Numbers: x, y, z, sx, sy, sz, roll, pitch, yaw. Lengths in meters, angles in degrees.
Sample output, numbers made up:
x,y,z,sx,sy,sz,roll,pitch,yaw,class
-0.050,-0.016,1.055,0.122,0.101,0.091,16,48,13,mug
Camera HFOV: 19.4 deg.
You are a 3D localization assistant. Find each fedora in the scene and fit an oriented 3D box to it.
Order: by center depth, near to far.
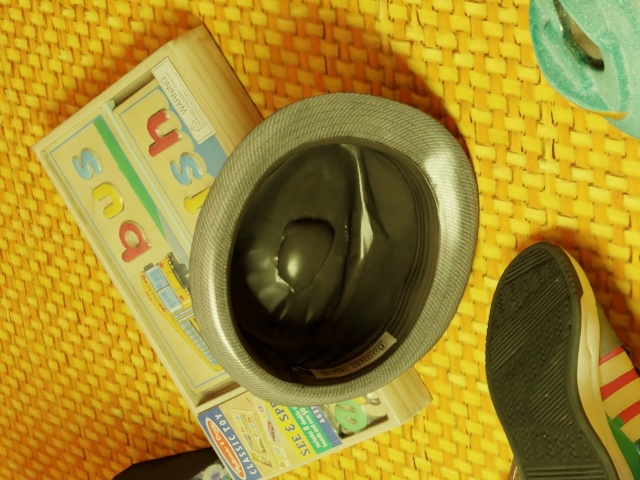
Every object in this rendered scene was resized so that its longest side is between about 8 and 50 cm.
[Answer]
x,y,z,sx,sy,sz,roll,pitch,yaw,class
0.000,0.000,1.592,0.124,0.244,0.275,-139,58,-68,fedora

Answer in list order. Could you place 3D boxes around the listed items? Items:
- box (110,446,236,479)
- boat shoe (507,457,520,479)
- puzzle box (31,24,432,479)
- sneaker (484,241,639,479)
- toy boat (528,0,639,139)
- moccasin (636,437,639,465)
x,y,z,sx,sy,sz,roll,pitch,yaw,class
-0.143,0.451,1.907,0.212,0.293,0.395,-19,101,47,box
0.180,0.244,1.651,0.060,0.064,0.178,36,128,29,boat shoe
-0.094,0.027,1.781,0.272,0.052,0.409,-30,93,49,puzzle box
0.242,0.146,1.488,0.124,0.178,0.295,-37,46,34,sneaker
0.164,-0.197,1.290,0.318,0.148,0.267,57,177,21,toy boat
0.372,0.183,1.272,0.342,0.138,0.117,2,121,43,moccasin
